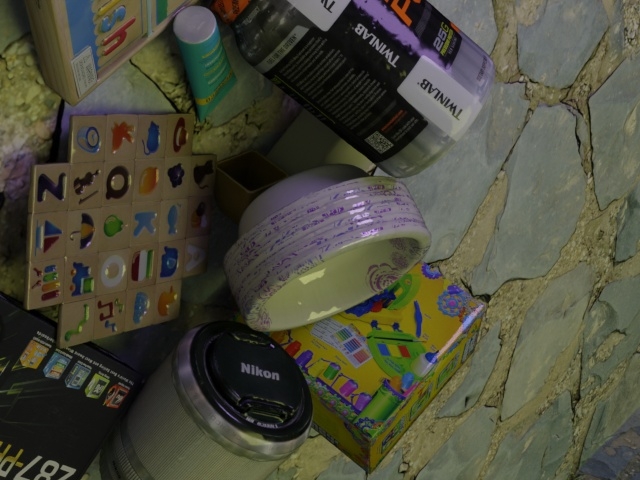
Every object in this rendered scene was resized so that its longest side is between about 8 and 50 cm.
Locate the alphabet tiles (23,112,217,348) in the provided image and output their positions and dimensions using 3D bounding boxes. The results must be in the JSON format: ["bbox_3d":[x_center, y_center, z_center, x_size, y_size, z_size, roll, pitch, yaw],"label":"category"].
[{"bbox_3d":[-0.246,-0.020,1.368,0.342,0.011,0.285,-11,109,-58],"label":"alphabet tiles"}]

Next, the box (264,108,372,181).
[{"bbox_3d":[0.044,-0.175,1.572,0.275,0.094,0.113,-49,147,11],"label":"box"}]

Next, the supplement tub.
[{"bbox_3d":[0.039,-0.252,1.363,0.338,0.207,0.207,37,82,-17],"label":"supplement tub"}]

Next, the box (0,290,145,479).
[{"bbox_3d":[-0.430,0.225,1.310,0.318,0.097,0.395,-55,146,-8],"label":"box"}]

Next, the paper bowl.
[{"bbox_3d":[0.000,0.000,1.483,0.284,0.148,0.284,-21,160,-8],"label":"paper bowl"}]

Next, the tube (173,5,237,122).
[{"bbox_3d":[-0.146,-0.225,1.372,0.080,0.052,0.207,-46,165,-11],"label":"tube"}]

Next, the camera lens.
[{"bbox_3d":[-0.160,0.264,1.503,0.219,0.219,0.274,-3,143,-51],"label":"camera lens"}]

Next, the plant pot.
[{"bbox_3d":[-0.104,-0.067,1.537,0.081,0.081,0.083,-26,141,-40],"label":"plant pot"}]

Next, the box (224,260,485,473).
[{"bbox_3d":[0.054,0.150,1.669,0.279,0.290,0.177,-45,158,-20],"label":"box"}]

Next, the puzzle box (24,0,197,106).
[{"bbox_3d":[-0.193,-0.331,1.105,0.272,0.052,0.409,-46,171,-20],"label":"puzzle box"}]
